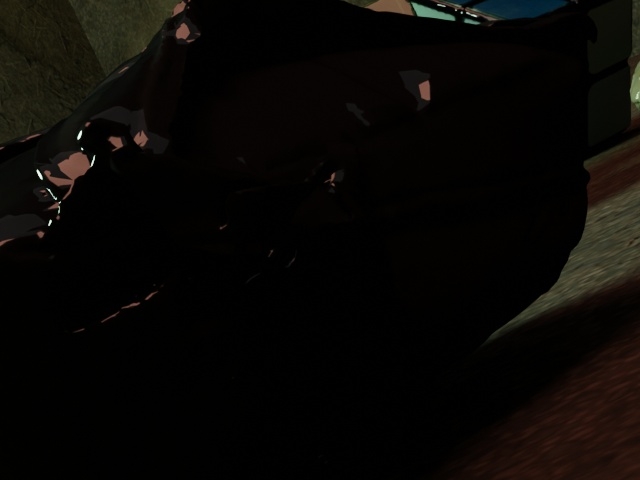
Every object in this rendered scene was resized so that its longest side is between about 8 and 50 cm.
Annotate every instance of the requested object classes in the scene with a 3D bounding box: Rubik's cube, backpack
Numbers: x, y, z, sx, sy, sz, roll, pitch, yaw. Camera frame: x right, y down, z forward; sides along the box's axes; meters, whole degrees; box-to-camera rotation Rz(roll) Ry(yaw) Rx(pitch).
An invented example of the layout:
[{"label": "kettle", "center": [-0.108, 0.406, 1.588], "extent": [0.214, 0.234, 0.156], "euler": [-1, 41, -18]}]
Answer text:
[{"label": "Rubik's cube", "center": [0.209, -0.186, 1.889], "extent": [0.167, 0.180, 0.183], "euler": [-25, 36, -33]}, {"label": "backpack", "center": [-0.056, 0.009, 0.894], "extent": [0.446, 0.254, 0.363], "euler": [-25, 9, -40]}]

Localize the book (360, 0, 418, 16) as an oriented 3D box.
[{"label": "book", "center": [0.040, -0.089, 1.647], "extent": [0.201, 0.289, 0.026], "euler": [-26, -34, 1]}]

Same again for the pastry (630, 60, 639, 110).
[{"label": "pastry", "center": [0.311, -0.127, 1.332], "extent": [0.166, 0.088, 0.166], "euler": [-35, 16, 12]}]
